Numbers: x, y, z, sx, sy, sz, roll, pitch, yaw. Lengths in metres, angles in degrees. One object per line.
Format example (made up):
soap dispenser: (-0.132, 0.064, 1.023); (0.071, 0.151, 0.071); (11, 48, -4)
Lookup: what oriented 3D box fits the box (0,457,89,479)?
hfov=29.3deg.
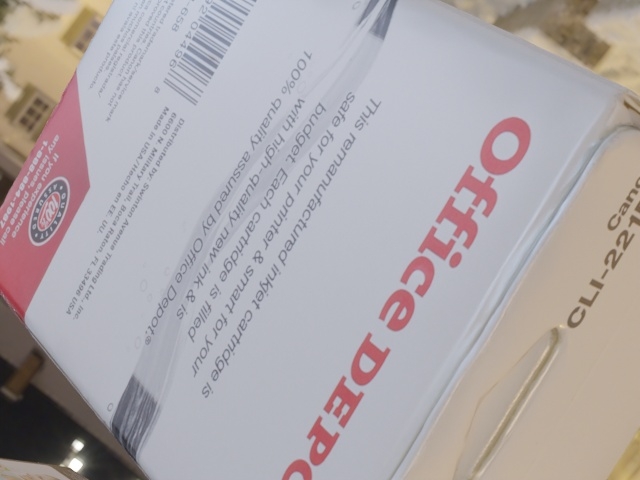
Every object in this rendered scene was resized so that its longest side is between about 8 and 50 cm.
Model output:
box: (-0.352, 0.304, 1.213); (0.087, 0.169, 0.290); (22, 180, 36)

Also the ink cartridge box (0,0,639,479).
ink cartridge box: (0.000, 0.000, 0.481); (0.114, 0.197, 0.273); (23, -170, -43)
